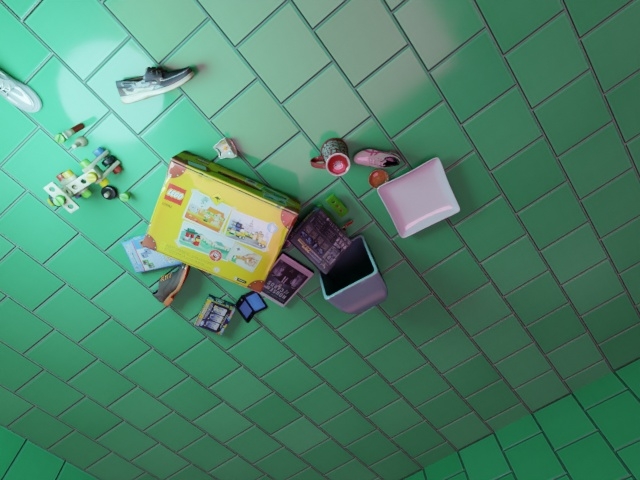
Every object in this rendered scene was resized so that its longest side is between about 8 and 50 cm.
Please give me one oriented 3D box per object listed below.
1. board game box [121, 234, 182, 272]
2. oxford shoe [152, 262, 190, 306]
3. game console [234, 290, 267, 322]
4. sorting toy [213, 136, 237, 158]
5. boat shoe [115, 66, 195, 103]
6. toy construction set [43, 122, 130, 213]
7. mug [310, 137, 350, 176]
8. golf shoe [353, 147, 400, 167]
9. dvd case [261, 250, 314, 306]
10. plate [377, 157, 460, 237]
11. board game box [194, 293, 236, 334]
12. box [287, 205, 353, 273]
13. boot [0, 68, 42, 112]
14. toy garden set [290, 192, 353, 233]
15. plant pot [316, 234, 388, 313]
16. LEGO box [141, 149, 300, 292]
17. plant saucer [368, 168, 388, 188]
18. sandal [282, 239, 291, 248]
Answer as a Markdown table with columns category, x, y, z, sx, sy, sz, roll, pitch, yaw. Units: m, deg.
| category | x | y | z | sx | sy | sz | roll | pitch | yaw |
| --- | --- | --- | --- | --- | --- | --- | --- | --- | --- |
| board game box | -0.722 | 0.047 | 1.876 | 0.212 | 0.039 | 0.160 | -11 | 118 | 2 |
| oxford shoe | -0.659 | 0.182 | 1.915 | 0.099 | 0.096 | 0.271 | 32 | 116 | -14 |
| game console | -0.323 | 0.307 | 2.026 | 0.071 | 0.107 | 0.122 | -10 | 122 | 34 |
| sorting toy | -0.373 | -0.355 | 1.686 | 0.075 | 0.044 | 0.083 | -21 | 118 | 15 |
| boat shoe | -0.586 | -0.562 | 1.526 | 0.286 | 0.102 | 0.092 | -15 | 123 | 11 |
| toy construction set | -0.894 | -0.249 | 1.594 | 0.258 | 0.237 | 0.308 | -6 | 118 | -1 |
| mug | 0.048 | -0.303 | 1.667 | 0.150 | 0.169 | 0.113 | -42 | 113 | 17 |
| golf shoe | 0.224 | -0.323 | 1.717 | 0.186 | 0.086 | 0.067 | -2 | 119 | -1 |
| dvd case | -0.172 | 0.181 | 1.991 | 0.179 | 0.029 | 0.238 | 34 | 110 | -19 |
| plate | 0.411 | -0.178 | 1.829 | 0.278 | 0.045 | 0.277 | -27 | 118 | 10 |
| board game box | -0.495 | 0.351 | 2.049 | 0.141 | 0.048 | 0.170 | 26 | 114 | -14 |
| box | 0.000 | 0.000 | 1.797 | 0.183 | 0.059 | 0.233 | -50 | 118 | -9 |
| boot | -1.110 | -0.531 | 1.492 | 0.258 | 0.123 | 0.095 | 39 | 109 | -21 |
| toy garden set | 0.020 | -0.060 | 1.865 | 0.244 | 0.049 | 0.204 | -39 | 118 | 10 |
| plant pot | 0.161 | 0.178 | 1.902 | 0.247 | 0.247 | 0.252 | -30 | 131 | 12 |
| LEGO box | -0.382 | -0.071 | 1.708 | 0.501 | 0.193 | 0.372 | 24 | 109 | -10 |
| plant saucer | 0.239 | -0.255 | 1.794 | 0.084 | 0.013 | 0.083 | -2 | 119 | -4 |
| sandal | -0.229 | -0.044 | 1.851 | 0.097 | 0.054 | 0.254 | -41 | 113 | 16 |
